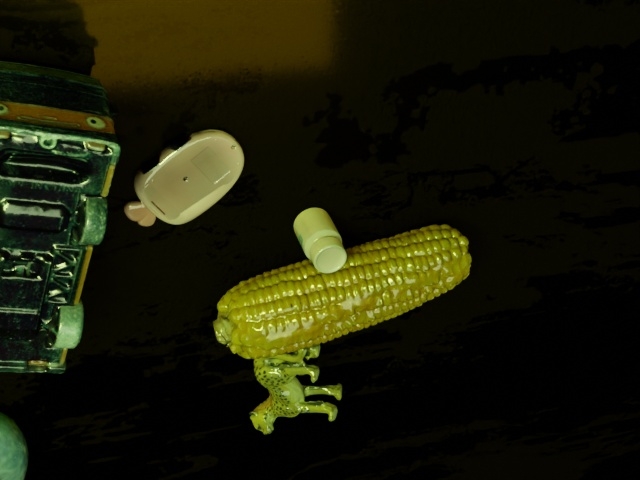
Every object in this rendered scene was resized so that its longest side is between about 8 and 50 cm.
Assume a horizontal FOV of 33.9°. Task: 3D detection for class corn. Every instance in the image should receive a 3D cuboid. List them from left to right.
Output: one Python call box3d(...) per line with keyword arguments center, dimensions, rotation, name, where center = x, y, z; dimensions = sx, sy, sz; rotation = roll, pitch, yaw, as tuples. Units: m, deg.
box3d(center=(0.031, 0.068, 1.415), dimensions=(0.363, 0.120, 0.120), rotation=(-18, 129, -8), name="corn")

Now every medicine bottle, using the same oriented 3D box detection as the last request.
box3d(center=(0.000, 0.000, 1.369), dimensions=(0.052, 0.089, 0.052), rotation=(-10, 127, -14), name="medicine bottle")

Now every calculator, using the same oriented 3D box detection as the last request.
box3d(center=(-0.168, -0.072, 1.296), dimensions=(0.166, 0.024, 0.103), rotation=(-37, 129, 7), name="calculator")

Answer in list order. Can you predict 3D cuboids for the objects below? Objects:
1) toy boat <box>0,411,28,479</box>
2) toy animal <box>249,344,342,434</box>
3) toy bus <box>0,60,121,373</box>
box3d(center=(-0.544, 0.344, 1.399), dimensions=(0.329, 0.123, 0.215), rotation=(-23, 128, -2), name="toy boat")
box3d(center=(-0.054, 0.204, 1.507), dimensions=(0.136, 0.073, 0.181), rotation=(-6, 139, 15), name="toy animal")
box3d(center=(-0.332, -0.025, 1.162), dimensions=(0.161, 0.194, 0.324), rotation=(6, 125, -23), name="toy bus")
